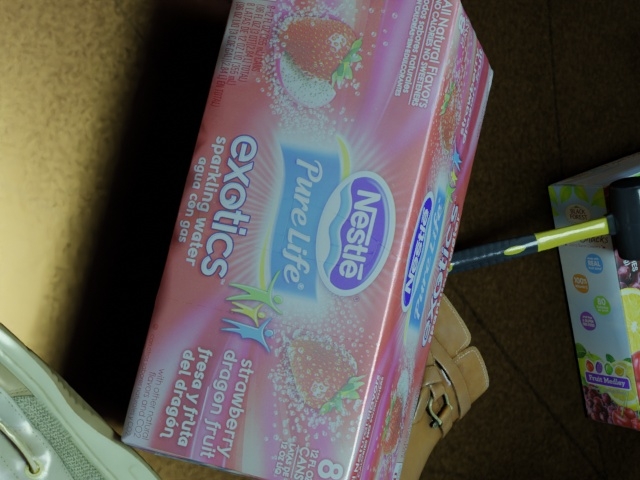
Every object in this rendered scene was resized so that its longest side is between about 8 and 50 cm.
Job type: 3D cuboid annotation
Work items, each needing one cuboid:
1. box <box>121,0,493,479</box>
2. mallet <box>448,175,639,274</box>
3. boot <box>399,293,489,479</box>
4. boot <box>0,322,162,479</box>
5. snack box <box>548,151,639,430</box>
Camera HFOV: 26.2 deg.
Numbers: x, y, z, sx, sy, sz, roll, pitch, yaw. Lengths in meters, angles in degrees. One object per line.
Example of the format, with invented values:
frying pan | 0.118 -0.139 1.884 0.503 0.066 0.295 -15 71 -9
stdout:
box | 0.000 0.000 0.856 0.154 0.142 0.300 37 66 -72
mallet | 0.172 0.009 1.041 0.189 0.039 0.062 -21 105 -3
boot | 0.068 0.146 0.997 0.152 0.073 0.197 -32 113 -35
boot | -0.228 0.146 0.767 0.203 0.095 0.262 -53 124 -20
snack box | 0.288 0.030 1.150 0.174 0.070 0.207 -18 104 -33
